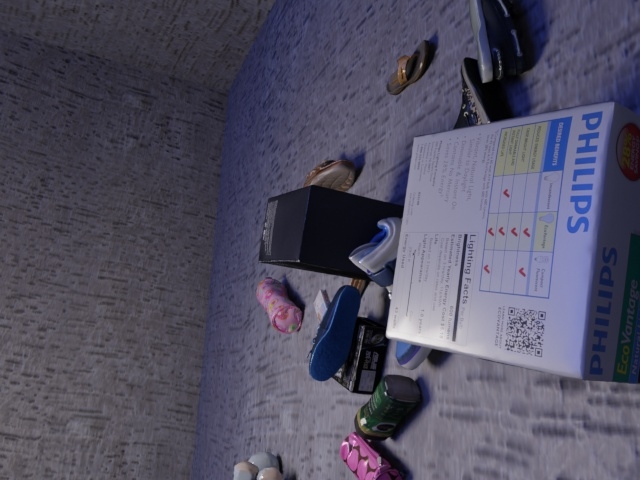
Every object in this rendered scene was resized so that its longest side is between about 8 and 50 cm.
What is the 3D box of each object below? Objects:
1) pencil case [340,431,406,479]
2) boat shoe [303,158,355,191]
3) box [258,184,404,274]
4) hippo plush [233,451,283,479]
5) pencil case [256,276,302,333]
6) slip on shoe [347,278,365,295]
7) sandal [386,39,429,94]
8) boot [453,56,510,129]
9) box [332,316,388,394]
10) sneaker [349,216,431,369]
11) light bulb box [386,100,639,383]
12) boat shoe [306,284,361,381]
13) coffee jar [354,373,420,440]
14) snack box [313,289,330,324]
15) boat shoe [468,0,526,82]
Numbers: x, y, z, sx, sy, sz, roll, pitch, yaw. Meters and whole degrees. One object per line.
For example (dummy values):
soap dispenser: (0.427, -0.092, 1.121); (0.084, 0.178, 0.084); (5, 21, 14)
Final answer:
pencil case: (0.118, 0.537, 1.433); (0.209, 0.095, 0.098); (19, 133, 66)
boat shoe: (0.018, -0.214, 1.979); (0.324, 0.123, 0.116); (-27, 53, 61)
box: (0.062, -0.003, 1.475); (0.313, 0.344, 0.178); (178, 102, -67)
hippo plush: (-0.202, 0.851, 2.000); (0.294, 0.235, 0.236); (-61, -7, 6)
pencil case: (-0.156, 0.236, 2.208); (0.284, 0.124, 0.124); (-135, 58, -65)
slip on shoe: (0.101, 0.136, 1.725); (0.041, 0.052, 0.135); (-44, -21, -48)
sandal: (0.231, -0.476, 1.650); (0.219, 0.060, 0.089); (154, 123, -64)
boot: (0.319, -0.271, 1.311); (0.178, 0.085, 0.236); (122, 149, -47)
box: (0.103, 0.302, 1.589); (0.147, 0.078, 0.180); (-169, 90, -68)
sneaker: (0.158, 0.105, 1.298); (0.130, 0.237, 0.322); (-93, 24, -74)
light bulb box: (0.318, 0.013, 0.914); (0.361, 0.226, 0.357); (2, 82, 55)
boat shoe: (0.042, 0.243, 1.559); (0.258, 0.109, 0.089); (-63, 14, -4)
coffee jar: (0.153, 0.397, 1.401); (0.079, 0.096, 0.184); (-101, 30, -47)
snack box: (0.014, 0.238, 1.910); (0.178, 0.022, 0.064); (-110, 38, -52)
boat shoe: (0.372, -0.463, 1.268); (0.114, 0.091, 0.302); (62, -155, -65)
